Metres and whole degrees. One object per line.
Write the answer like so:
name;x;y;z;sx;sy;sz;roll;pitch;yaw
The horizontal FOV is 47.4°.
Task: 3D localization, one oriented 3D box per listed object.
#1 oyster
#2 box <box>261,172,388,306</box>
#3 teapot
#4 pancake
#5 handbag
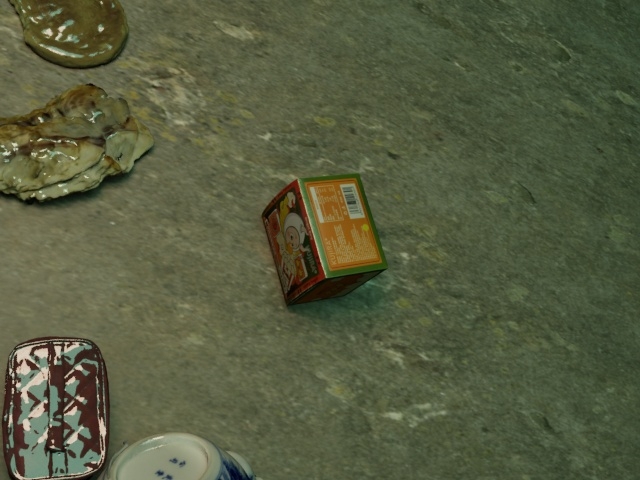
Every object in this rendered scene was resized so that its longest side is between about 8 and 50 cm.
oyster;-0.450;-0.169;1.249;0.354;0.107;0.201;-34;84;-34
box;0.000;0.000;1.367;0.148;0.177;0.195;-8;74;-31
teapot;-0.213;0.436;1.056;0.424;0.252;0.280;-34;129;-51
pancake;-0.476;-0.438;1.383;0.222;0.042;0.236;3;68;-24
handbag;-0.393;0.257;1.082;0.146;0.135;0.225;2;70;-22
